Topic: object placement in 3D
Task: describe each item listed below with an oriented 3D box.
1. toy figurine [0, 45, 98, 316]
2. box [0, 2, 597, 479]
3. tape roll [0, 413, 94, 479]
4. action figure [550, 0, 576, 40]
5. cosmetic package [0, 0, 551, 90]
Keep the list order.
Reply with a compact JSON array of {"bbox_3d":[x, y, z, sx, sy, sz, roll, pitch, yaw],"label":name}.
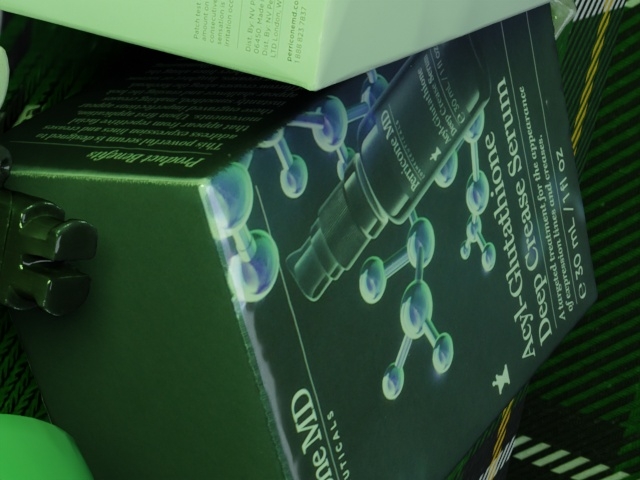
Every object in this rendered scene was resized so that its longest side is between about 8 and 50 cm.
[{"bbox_3d":[-0.231,0.000,0.605,0.213,0.148,0.209,-56,149,-30],"label":"toy figurine"},{"bbox_3d":[0.000,0.000,0.903,0.395,0.212,0.293,-40,124,-43],"label":"box"},{"bbox_3d":[-0.238,0.188,0.558,0.321,0.077,0.321,-25,159,-10],"label":"tape roll"},{"bbox_3d":[0.127,-0.317,1.050,0.178,0.330,0.341,-31,177,-1],"label":"action figure"},{"bbox_3d":[-0.041,-0.184,0.715,0.377,0.284,0.097,-31,135,-59],"label":"cosmetic package"}]
